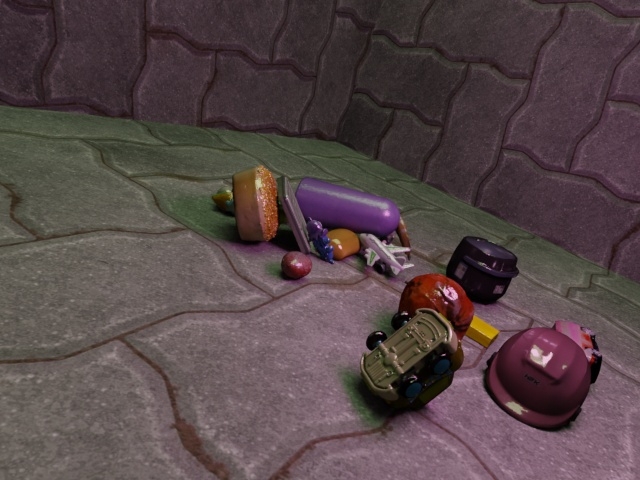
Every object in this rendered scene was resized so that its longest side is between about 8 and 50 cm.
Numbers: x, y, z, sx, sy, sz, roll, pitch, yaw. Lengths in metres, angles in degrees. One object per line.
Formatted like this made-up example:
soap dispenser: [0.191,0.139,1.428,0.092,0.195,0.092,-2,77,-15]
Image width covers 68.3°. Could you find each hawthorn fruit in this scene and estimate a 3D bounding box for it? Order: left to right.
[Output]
hawthorn fruit: [0.340,0.201,1.484,0.242,0.242,0.271,9,23,-22]

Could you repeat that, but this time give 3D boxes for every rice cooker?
rice cooker: [0.662,0.123,1.949,0.267,0.224,0.267,17,19,-6]

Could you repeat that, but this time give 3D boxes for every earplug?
earplug: [0.119,-0.131,2.060,0.456,0.215,0.215,14,20,14]

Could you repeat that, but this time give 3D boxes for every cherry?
cherry: [-0.067,0.080,1.666,0.107,0.090,0.225,12,9,20]

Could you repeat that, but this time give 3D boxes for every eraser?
eraser: [0.547,0.310,1.637,0.122,0.045,0.097,32,24,31]

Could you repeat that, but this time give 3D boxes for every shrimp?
shrimp: [0.346,-0.045,2.142,0.068,0.185,0.287,-15,24,-16]

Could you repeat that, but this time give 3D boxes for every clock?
clock: [-0.355,-0.172,2.026,0.231,0.103,0.144,5,23,-36]

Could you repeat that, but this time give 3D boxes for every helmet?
helmet: [0.646,0.371,1.367,0.271,0.197,0.338,36,26,33]

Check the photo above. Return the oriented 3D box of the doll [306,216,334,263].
doll: [0.000,0.000,1.830,0.067,0.206,0.110,-33,11,-39]

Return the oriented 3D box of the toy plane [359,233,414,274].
toy plane: [0.246,0.057,1.915,0.251,0.101,0.255,-19,44,-39]

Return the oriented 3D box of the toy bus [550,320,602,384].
toy bus: [0.858,0.376,1.610,0.147,0.127,0.303,21,21,17]

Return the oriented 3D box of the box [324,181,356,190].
box: [0.095,-0.173,2.335,0.184,0.143,0.273,14,21,-10]

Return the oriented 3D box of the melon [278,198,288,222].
melon: [-0.213,-0.127,2.022,0.209,0.118,0.064,-10,39,-41]

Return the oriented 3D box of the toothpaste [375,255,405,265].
toothpaste: [0.297,0.092,2.003,0.190,0.031,0.048,-9,42,-44]

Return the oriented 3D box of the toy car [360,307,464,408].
toy car: [0.244,0.313,1.180,0.198,0.248,0.204,51,0,-32]

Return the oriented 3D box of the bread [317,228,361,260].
bread: [0.083,0.007,1.949,0.147,0.098,0.217,30,25,19]

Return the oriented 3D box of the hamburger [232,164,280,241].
hamburger: [-0.237,-0.136,1.771,0.170,0.302,0.302,-8,26,-7]

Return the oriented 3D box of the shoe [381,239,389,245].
shoe: [0.270,0.052,2.044,0.071,0.064,0.143,39,29,4]

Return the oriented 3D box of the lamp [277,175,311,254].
lamp: [-0.106,-0.101,1.871,0.047,0.269,0.266,-20,25,5]
